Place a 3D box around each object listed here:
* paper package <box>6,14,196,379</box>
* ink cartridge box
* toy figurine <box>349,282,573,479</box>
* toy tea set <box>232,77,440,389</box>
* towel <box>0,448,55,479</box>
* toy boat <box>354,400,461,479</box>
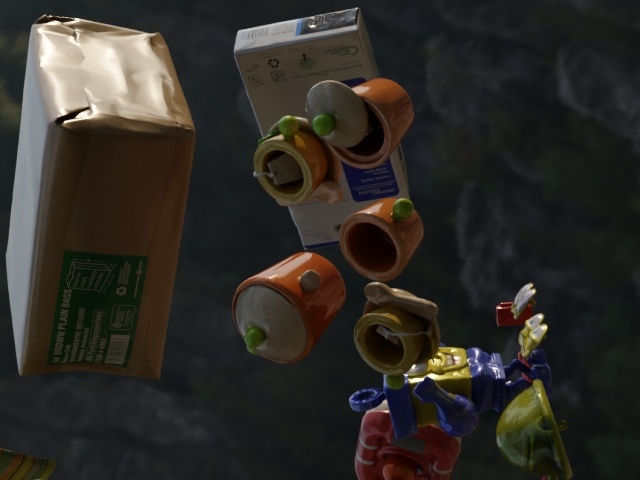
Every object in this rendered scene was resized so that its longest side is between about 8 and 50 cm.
[{"bbox_3d":[-0.262,-0.049,1.750,0.309,0.168,0.324,-114,32,-59],"label":"paper package"},{"bbox_3d":[0.013,-0.139,1.981,0.065,0.165,0.332,-85,-18,-51],"label":"ink cartridge box"},{"bbox_3d":[0.140,0.192,1.611,0.362,0.217,0.191,-87,-9,-69],"label":"toy figurine"},{"bbox_3d":[0.000,0.000,1.430,0.124,0.200,0.336,-40,-46,-45],"label":"toy tea set"},{"bbox_3d":[-0.411,0.234,1.623,0.102,0.237,0.021,-49,34,34],"label":"towel"},{"bbox_3d":[0.116,0.345,2.238,0.231,0.151,0.151,96,-166,-60],"label":"toy boat"}]
